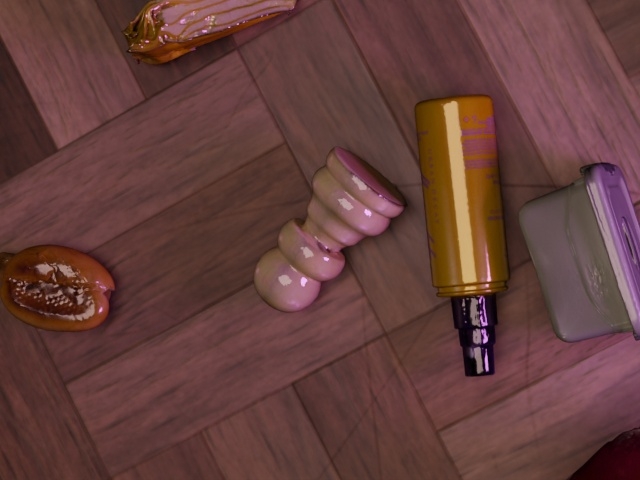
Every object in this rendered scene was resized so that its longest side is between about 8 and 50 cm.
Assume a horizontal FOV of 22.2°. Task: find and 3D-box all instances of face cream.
[{"bbox_3d":[0.144,-0.003,1.604,0.078,0.078,0.273,-6,90,12],"label":"face cream"}]

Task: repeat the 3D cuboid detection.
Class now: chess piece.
[{"bbox_3d":[0.000,0.000,1.631,0.094,0.094,0.170,40,102,9],"label":"chess piece"}]

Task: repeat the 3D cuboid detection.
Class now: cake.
[{"bbox_3d":[-0.121,-0.238,1.642,0.184,0.116,0.080,-16,86,16],"label":"cake"}]

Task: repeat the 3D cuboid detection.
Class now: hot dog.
[{"bbox_3d":[-0.284,0.049,1.708,0.140,0.060,0.090,5,88,5],"label":"hot dog"}]

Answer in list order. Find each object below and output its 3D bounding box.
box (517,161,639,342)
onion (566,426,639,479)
[{"bbox_3d":[0.258,0.018,1.563,0.092,0.124,0.172,-19,86,22],"label":"box"},{"bbox_3d":[0.332,0.334,1.394,0.398,0.420,0.398,-3,83,25],"label":"onion"}]
